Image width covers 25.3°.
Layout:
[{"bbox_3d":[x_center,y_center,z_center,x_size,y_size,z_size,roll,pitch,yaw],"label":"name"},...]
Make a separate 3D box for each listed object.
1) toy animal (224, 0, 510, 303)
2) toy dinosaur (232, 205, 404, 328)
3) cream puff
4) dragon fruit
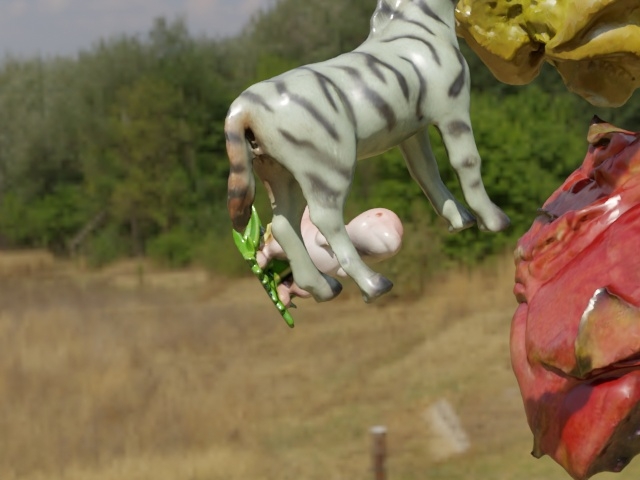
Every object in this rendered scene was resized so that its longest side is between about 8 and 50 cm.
[{"bbox_3d":[0.052,-0.069,0.860,0.255,0.170,0.090,-48,18,-29],"label":"toy animal"},{"bbox_3d":[-0.004,-0.006,1.685,0.177,0.152,0.194,-32,16,-4],"label":"toy dinosaur"},{"bbox_3d":[0.275,-0.260,1.375,0.324,0.291,0.257,31,41,7],"label":"cream puff"},{"bbox_3d":[0.258,-0.001,1.229,0.286,0.228,0.329,-22,49,-10],"label":"dragon fruit"}]
